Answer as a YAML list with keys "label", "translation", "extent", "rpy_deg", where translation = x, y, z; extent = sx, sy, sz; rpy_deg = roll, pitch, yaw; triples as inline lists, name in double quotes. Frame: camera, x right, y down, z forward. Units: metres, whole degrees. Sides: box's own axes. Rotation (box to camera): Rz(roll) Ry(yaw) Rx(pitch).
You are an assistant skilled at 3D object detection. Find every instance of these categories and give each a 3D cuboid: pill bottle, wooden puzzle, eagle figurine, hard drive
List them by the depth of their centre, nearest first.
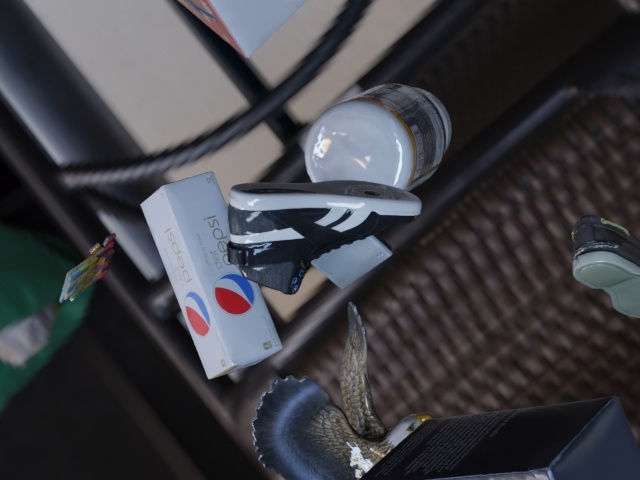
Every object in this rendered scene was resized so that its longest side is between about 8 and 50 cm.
- label: "wooden puzzle"
  translation: [-0.189, 0.026, 1.366]
  extent: [0.049, 0.006, 0.083]
  rpy_deg: [-39, 167, -30]
- label: "eagle figurine"
  translation: [0.055, 0.260, 2.234]
  extent: [0.225, 0.298, 0.226]
  rpy_deg: [-43, -176, 4]
- label: "hard drive"
  translation: [0.022, 0.002, 2.324]
  extent: [0.094, 0.135, 0.022]
  rpy_deg: [-35, -143, 20]
- label: "pill bottle"
  translation: [0.094, -0.143, 2.465]
  extent: [0.162, 0.162, 0.278]
  rpy_deg: [-43, 176, 22]

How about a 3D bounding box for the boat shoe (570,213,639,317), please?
- label: "boat shoe"
  translation: [0.369, 0.034, 2.007]
  extent: [0.081, 0.068, 0.228]
  rpy_deg: [-18, 151, 29]

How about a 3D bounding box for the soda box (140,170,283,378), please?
- label: "soda box"
  translation: [-0.122, 0.039, 1.865]
  extent: [0.069, 0.216, 0.074]
  rpy_deg: [-19, 173, -31]

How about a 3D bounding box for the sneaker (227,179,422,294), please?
- label: "sneaker"
  translation: [0.000, 0.000, 1.839]
  extent: [0.217, 0.121, 0.079]
  rpy_deg: [1, -162, -16]

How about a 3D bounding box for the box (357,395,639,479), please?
- label: "box"
  translation: [0.246, 0.361, 1.965]
  extent: [0.294, 0.296, 0.183]
  rpy_deg: [-12, -164, 44]

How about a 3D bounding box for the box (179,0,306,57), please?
- label: "box"
  translation: [-0.098, -0.241, 1.268]
  extent: [0.091, 0.170, 0.130]
  rpy_deg: [-45, 151, -5]
